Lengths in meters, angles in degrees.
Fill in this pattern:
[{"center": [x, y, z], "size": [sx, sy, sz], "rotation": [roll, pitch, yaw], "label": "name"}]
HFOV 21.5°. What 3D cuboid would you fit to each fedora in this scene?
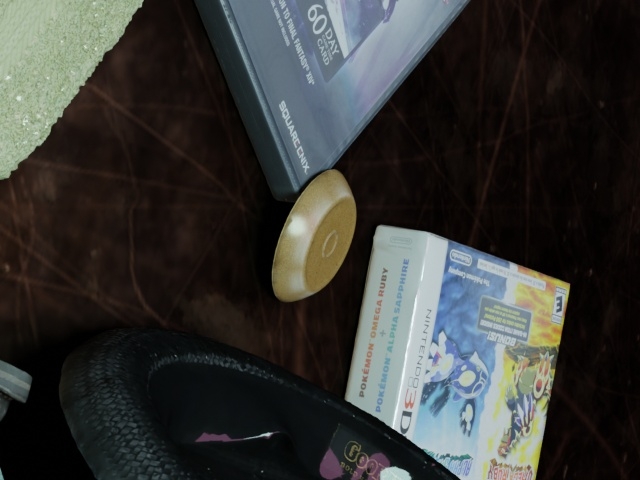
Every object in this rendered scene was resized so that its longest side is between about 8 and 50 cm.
[{"center": [-0.017, 0.189, 0.848], "size": [0.152, 0.334, 0.334], "rotation": [-54, 146, 12], "label": "fedora"}]

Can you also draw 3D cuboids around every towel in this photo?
[{"center": [-0.138, -0.109, 0.785], "size": [0.148, 0.027, 0.110], "rotation": [-59, 139, -30], "label": "towel"}]

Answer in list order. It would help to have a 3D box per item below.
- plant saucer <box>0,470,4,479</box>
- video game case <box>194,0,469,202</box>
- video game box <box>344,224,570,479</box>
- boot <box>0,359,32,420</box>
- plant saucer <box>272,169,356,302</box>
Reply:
[{"center": [-0.249, 0.171, 0.666], "size": [0.317, 0.043, 0.318], "rotation": [-15, 109, -53], "label": "plant saucer"}, {"center": [0.021, -0.182, 0.996], "size": [0.274, 0.026, 0.196], "rotation": [-51, 134, -36], "label": "video game case"}, {"center": [0.089, 0.100, 1.123], "size": [0.205, 0.048, 0.187], "rotation": [17, 85, -54], "label": "video game box"}, {"center": [-0.227, 0.135, 0.597], "size": [0.263, 0.091, 0.229], "rotation": [4, 98, -51], "label": "boot"}, {"center": [0.000, 0.000, 0.984], "size": [0.083, 0.015, 0.083], "rotation": [-48, 151, -38], "label": "plant saucer"}]
